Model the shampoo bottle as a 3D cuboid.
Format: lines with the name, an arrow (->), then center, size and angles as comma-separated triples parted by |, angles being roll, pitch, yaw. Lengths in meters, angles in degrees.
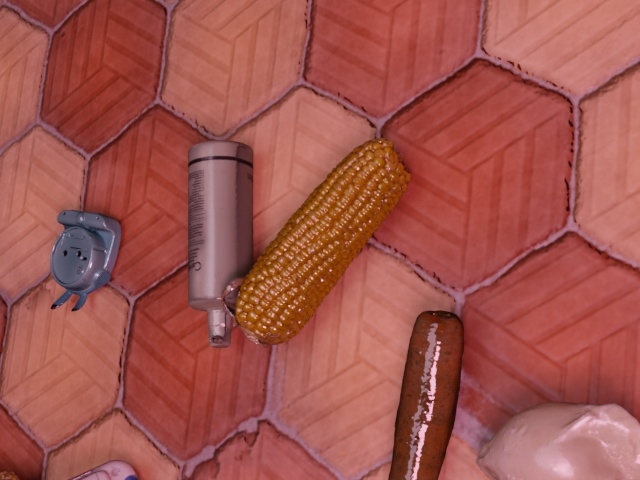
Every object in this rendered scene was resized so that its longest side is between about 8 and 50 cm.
shampoo bottle -> -0.128, 0.006, 1.413 | 0.085, 0.085, 0.262 | -10, 73, 33

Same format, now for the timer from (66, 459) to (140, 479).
timer -> -0.329, 0.398, 1.388 | 0.253, 0.078, 0.178 | -24, 60, -10

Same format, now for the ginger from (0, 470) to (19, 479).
ginger -> -0.438, 0.429, 1.474 | 0.236, 0.166, 0.375 | -35, 75, 31

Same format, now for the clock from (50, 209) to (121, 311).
clock -> -0.344, 0.032, 1.582 | 0.108, 0.045, 0.147 | 6, 82, 37

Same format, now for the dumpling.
dumpling -> 0.246, 0.232, 1.093 | 0.111, 0.181, 0.155 | -37, 88, -18

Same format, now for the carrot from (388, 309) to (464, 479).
carrot -> 0.105, 0.245, 1.206 | 0.070, 0.070, 0.342 | 10, 90, 36

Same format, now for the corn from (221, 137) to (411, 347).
corn -> 0.000, 0.000, 1.320 | 0.293, 0.106, 0.106 | -52, 56, 9
